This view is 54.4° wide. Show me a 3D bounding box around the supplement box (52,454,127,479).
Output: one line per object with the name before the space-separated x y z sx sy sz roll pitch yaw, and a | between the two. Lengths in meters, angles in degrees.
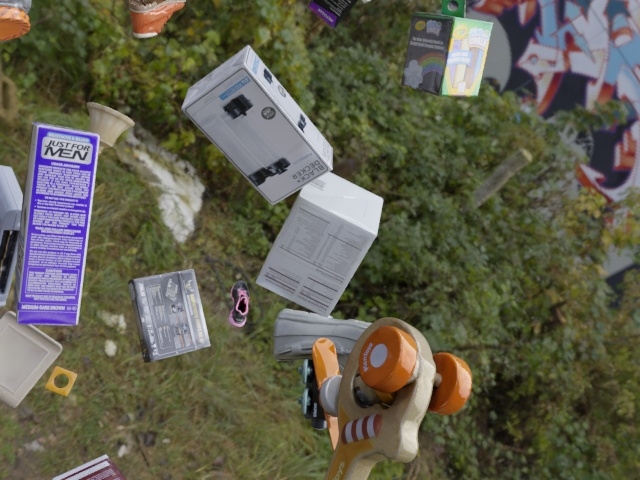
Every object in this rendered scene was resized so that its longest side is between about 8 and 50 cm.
supplement box | -0.446 0.572 1.301 0.239 0.073 0.130 32 30 33

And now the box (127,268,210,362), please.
box | -0.423 0.207 1.743 0.183 0.056 0.231 -10 83 -37

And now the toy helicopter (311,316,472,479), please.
toy helicopter | 0.043 0.276 0.873 0.140 0.355 0.235 27 -10 -30

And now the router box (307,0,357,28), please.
router box | 0.049 -0.349 0.750 0.046 0.133 0.179 34 35 -19

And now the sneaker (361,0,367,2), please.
sneaker | 0.106 -0.684 1.407 0.150 0.135 0.366 51 -5 6

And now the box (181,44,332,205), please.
box | -0.121 -0.226 1.275 0.290 0.169 0.087 48 25 -32

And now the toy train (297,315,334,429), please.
toy train | 0.008 0.391 1.878 0.190 0.142 0.334 63 29 -84

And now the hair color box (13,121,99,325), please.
hair color box | -0.482 -0.036 1.123 0.110 0.339 0.185 7 7 -29

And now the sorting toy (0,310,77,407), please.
sorting toy | -0.820 0.317 1.658 0.347 0.047 0.196 36 66 -4

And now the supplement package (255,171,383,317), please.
supplement package | 0.000 0.000 1.507 0.197 0.263 0.199 26 29 -4

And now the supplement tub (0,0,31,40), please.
supplement tub | -0.517 -0.413 0.953 0.117 0.116 0.191 -20 96 -68

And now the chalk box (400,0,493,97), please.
chalk box | 0.285 -0.438 1.393 0.132 0.213 0.132 -6 25 -36

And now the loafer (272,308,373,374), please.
loafer | 0.043 0.202 1.158 0.112 0.319 0.112 24 74 -48

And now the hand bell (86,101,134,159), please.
hand bell | -0.579 -0.214 1.585 0.126 0.126 0.242 29 79 -49

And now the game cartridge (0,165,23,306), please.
game cartridge | -0.730 -0.009 1.400 0.060 0.294 0.196 4 35 -38

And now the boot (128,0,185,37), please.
boot | -0.357 -0.497 1.367 0.059 0.085 0.158 27 42 21

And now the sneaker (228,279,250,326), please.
sneaker | -0.180 0.136 1.426 0.047 0.057 0.119 10 49 -17
